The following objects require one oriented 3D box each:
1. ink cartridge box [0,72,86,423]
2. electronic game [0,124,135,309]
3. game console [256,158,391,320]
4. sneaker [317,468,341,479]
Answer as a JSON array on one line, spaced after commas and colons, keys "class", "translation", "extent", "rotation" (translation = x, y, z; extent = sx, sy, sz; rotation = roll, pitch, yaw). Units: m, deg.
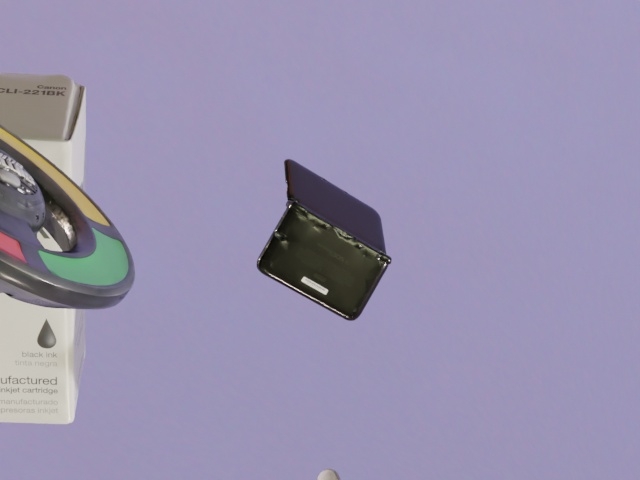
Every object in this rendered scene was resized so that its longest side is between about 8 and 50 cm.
[{"class": "ink cartridge box", "translation": [-0.294, 0.007, 1.208], "extent": [0.197, 0.273, 0.114], "rotation": [2, -151, -5]}, {"class": "electronic game", "translation": [-0.213, -0.035, 0.931], "extent": [0.229, 0.229, 0.048], "rotation": [44, -77, 23]}, {"class": "game console", "translation": [0.000, 0.000, 1.397], "extent": [0.107, 0.122, 0.071], "rotation": [-60, -152, 0]}, {"class": "sneaker", "translation": [-0.003, 0.264, 1.234], "extent": [0.061, 0.054, 0.152], "rotation": [-1, -115, 4]}]
